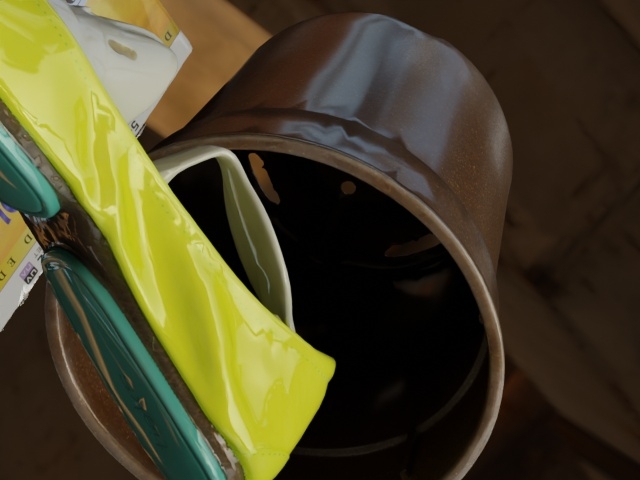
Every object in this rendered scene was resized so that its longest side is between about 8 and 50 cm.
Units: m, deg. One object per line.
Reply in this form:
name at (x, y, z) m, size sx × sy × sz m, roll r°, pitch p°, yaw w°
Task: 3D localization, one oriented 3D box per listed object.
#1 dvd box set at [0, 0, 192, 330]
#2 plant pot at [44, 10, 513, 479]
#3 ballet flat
dvd box set at (-0.274, -0.147, 1.277) m, size 0.062 × 0.420 × 0.308 m, roll 15°, pitch -117°, yaw 39°
plant pot at (0.000, 0.000, 0.765) m, size 0.167 × 0.167 × 0.165 m, roll -30°, pitch -163°, yaw 27°
ballet flat at (-0.066, -0.020, 0.615) m, size 0.077 × 0.231 × 0.077 m, roll -42°, pitch -153°, yaw -20°
